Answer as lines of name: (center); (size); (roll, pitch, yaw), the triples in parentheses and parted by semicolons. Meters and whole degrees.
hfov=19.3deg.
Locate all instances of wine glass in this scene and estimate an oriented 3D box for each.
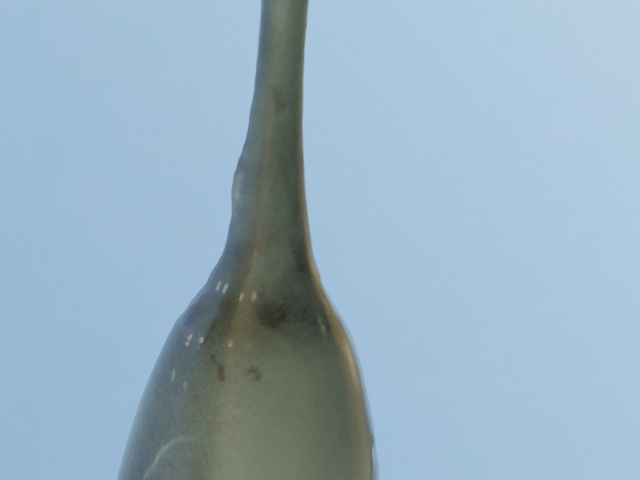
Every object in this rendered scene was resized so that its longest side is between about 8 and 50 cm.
wine glass: (0.000, 0.000, 0.668); (0.264, 0.096, 0.310); (-44, -41, -73)
